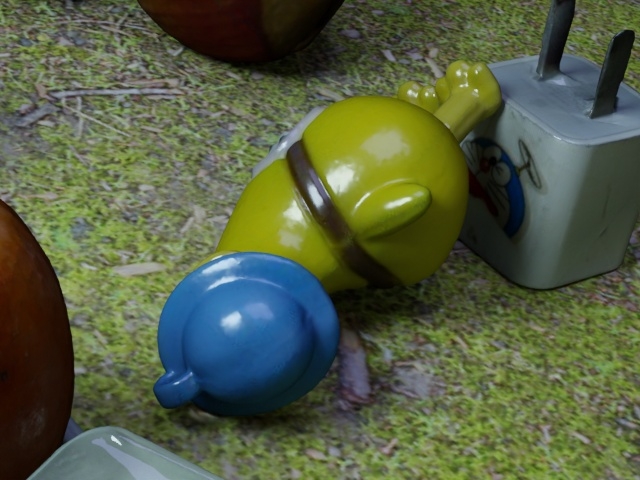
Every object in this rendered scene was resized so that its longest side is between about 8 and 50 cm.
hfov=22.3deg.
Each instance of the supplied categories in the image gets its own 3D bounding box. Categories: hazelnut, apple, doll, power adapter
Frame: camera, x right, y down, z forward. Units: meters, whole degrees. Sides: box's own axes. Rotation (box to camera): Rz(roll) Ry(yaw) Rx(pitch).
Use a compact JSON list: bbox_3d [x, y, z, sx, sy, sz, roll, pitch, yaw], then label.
[{"bbox_3d":[-0.064,-0.244,1.457,0.212,0.181,0.181,-29,79,-45],"label":"hazelnut"},{"bbox_3d":[-0.242,0.071,0.874,0.218,0.201,0.218,8,25,-4],"label":"apple"},{"bbox_3d":[0.000,0.000,1.128,0.145,0.199,0.363,54,50,-13],"label":"doll"},{"bbox_3d":[0.186,-0.086,1.249,0.125,0.205,0.130,-14,39,-35],"label":"power adapter"}]

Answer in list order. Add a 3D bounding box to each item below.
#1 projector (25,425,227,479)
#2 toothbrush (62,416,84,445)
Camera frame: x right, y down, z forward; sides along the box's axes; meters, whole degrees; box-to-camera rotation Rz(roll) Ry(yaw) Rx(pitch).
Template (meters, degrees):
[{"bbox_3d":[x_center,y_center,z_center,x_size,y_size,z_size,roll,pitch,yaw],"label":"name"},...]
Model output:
[{"bbox_3d":[-0.102,0.213,0.721,0.163,0.177,0.242,26,34,17],"label":"projector"},{"bbox_3d":[-0.234,0.031,1.081,0.040,0.040,0.386,-15,42,-36],"label":"toothbrush"}]
